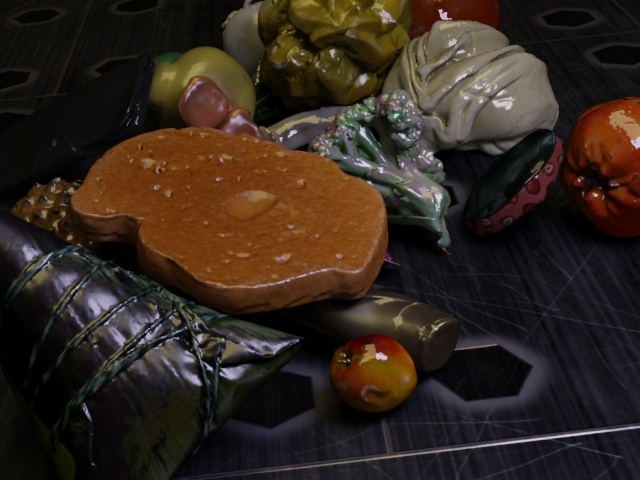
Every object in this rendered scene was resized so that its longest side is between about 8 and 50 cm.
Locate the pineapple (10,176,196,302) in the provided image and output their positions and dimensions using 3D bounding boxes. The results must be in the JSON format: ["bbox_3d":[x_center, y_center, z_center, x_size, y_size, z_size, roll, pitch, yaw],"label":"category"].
[{"bbox_3d":[-0.308,0.036,1.588,0.361,0.175,0.175,34,46,31],"label":"pineapple"}]

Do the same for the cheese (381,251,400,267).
[{"bbox_3d":[0.000,0.000,1.602,0.244,0.062,0.155,16,-2,2],"label":"cheese"}]

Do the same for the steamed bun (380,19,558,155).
[{"bbox_3d":[0.267,-0.279,1.958,0.289,0.203,0.276,28,47,36],"label":"steamed bun"}]

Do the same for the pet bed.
[{"bbox_3d":[0.298,-0.089,1.685,0.201,0.053,0.201,-44,12,12],"label":"pet bed"}]

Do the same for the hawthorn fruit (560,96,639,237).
[{"bbox_3d":[0.502,-0.113,1.658,0.299,0.211,0.211,-2,23,-35],"label":"hawthorn fruit"}]

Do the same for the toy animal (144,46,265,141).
[{"bbox_3d":[-0.226,-0.261,2.010,0.191,0.216,0.338,-53,31,-8],"label":"toy animal"}]

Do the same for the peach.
[{"bbox_3d":[0.066,0.166,1.334,0.101,0.100,0.101,-4,29,2],"label":"peach"}]

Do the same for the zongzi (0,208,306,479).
[{"bbox_3d":[-0.280,0.101,1.249,0.383,0.362,0.319,22,57,37],"label":"zongzi"}]

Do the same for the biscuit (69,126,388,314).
[{"bbox_3d":[-0.113,-0.037,1.509,0.455,0.078,0.350,27,46,28],"label":"biscuit"}]

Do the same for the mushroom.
[{"bbox_3d":[-0.014,-0.199,2.006,0.223,0.092,0.081,-5,-6,-5],"label":"mushroom"}]

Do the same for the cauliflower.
[{"bbox_3d":[0.118,-0.092,1.695,0.315,0.256,0.239,39,94,33],"label":"cauliflower"}]

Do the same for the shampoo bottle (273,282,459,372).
[{"bbox_3d":[0.028,0.086,1.481,0.350,0.084,0.125,20,22,37],"label":"shampoo bottle"}]

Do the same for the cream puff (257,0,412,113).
[{"bbox_3d":[0.023,-0.354,2.041,0.324,0.291,0.257,-41,23,27],"label":"cream puff"}]

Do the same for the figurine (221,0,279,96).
[{"bbox_3d":[-0.104,-0.445,2.372,0.274,0.226,0.394,-27,20,-10],"label":"figurine"}]

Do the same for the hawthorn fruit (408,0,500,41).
[{"bbox_3d":[0.237,-0.474,2.235,0.295,0.311,0.295,19,16,-6],"label":"hawthorn fruit"}]

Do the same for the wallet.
[{"bbox_3d":[-0.458,-0.196,1.942,0.377,0.051,0.197,-22,43,25],"label":"wallet"}]

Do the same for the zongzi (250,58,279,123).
[{"bbox_3d":[-0.148,-0.288,2.155,0.109,0.119,0.055,-22,12,-23],"label":"zongzi"}]
